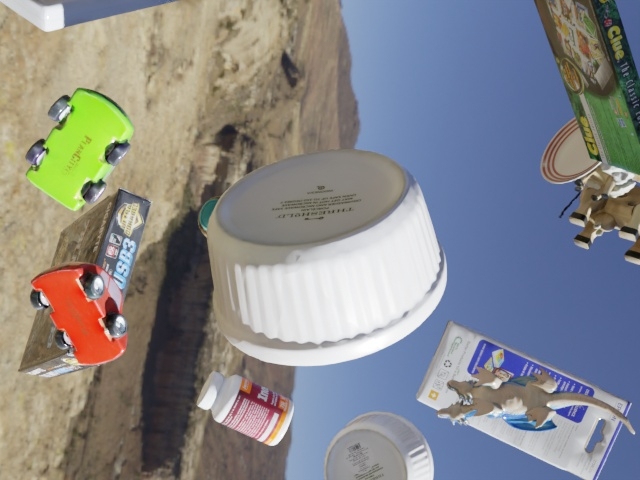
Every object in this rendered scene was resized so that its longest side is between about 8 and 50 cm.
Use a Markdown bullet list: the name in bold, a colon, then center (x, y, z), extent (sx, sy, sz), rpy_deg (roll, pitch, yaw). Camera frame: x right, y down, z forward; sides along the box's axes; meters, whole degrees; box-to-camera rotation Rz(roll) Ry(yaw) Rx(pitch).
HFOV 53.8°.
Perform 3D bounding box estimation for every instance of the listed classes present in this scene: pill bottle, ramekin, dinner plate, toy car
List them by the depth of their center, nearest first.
- **toy car**: center (-0.219, -0.031, 0.521), extent (0.225, 0.239, 0.053), rpy_deg (-48, -168, 23)
- **ramekin**: center (0.000, 0.000, 0.702), extent (0.272, 0.273, 0.127), rpy_deg (-94, 173, -58)
- **dinner plate**: center (0.393, -0.141, 0.945), extent (0.141, 0.017, 0.141), rpy_deg (-47, -159, 25)
- **pill bottle**: center (-0.130, 0.286, 1.088), extent (0.086, 0.152, 0.086), rpy_deg (-58, -168, 20)
- **ramekin**: center (0.104, 0.438, 1.210), extent (0.109, 0.207, 0.207), rpy_deg (20, 73, -64)

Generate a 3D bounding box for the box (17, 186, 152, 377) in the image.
- **box**: center (-0.423, 0.085, 1.120), extent (0.293, 0.073, 0.295), rpy_deg (-21, -127, 49)

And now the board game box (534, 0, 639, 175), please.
- **board game box**: center (0.338, -0.203, 0.773), extent (0.259, 0.030, 0.136), rpy_deg (60, -1, -22)

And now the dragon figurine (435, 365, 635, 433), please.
- **dragon figurine**: center (0.311, 0.243, 0.957), extent (0.144, 0.289, 0.085), rpy_deg (38, 53, -60)

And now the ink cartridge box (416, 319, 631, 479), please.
- **ink cartridge box**: center (0.395, 0.313, 1.257), extent (0.175, 0.371, 0.069), rpy_deg (-67, 167, 2)

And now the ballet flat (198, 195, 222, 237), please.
- **ballet flat**: center (-0.066, 0.012, 1.187), extent (0.124, 0.343, 0.116), rpy_deg (63, 46, -74)

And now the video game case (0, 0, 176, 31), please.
- **video game case**: center (-0.338, -0.396, 0.855), extent (0.329, 0.300, 0.036), rpy_deg (-40, 160, -46)

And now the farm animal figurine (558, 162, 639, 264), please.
- **farm animal figurine**: center (0.614, -0.027, 1.149), extent (0.172, 0.327, 0.330), rpy_deg (-48, 150, -17)
